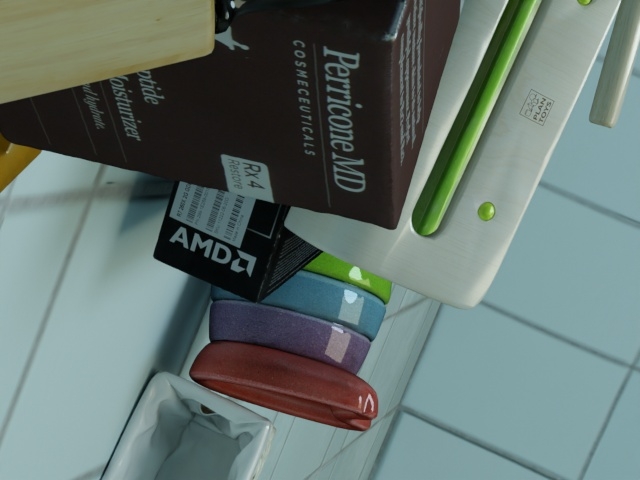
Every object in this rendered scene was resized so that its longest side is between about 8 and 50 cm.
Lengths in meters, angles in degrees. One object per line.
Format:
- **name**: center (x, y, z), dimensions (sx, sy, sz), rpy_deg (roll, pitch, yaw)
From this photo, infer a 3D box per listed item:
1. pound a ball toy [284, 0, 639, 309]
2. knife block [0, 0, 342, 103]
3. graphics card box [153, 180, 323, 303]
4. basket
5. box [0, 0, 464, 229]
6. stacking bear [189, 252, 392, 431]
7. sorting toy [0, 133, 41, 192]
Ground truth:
- **pound a ball toy**: center (0.099, -0.124, 0.956), dimensions (0.319, 0.136, 0.208), rpy_deg (-66, -162, 4)
- **knife block**: center (-0.085, -0.104, 0.539), dimensions (0.275, 0.242, 0.088), rpy_deg (-59, 165, -31)
- **graphics card box**: center (0.010, -0.160, 1.112), dimensions (0.233, 0.094, 0.371), rpy_deg (-40, 150, -66)
- **basket**: center (-0.116, 0.207, 1.333), dimensions (0.167, 0.113, 0.103), rpy_deg (-65, 170, -3)
- **box**: center (-0.042, -0.132, 0.712), dimensions (0.168, 0.203, 0.167), rpy_deg (84, 22, -63)
- **stacking bear**: center (0.000, 0.000, 1.343), dimensions (0.175, 0.164, 0.289), rpy_deg (97, 7, -78)
- **sorting toy**: center (-0.202, -0.012, 0.695), dimensions (0.307, 0.041, 0.229), rpy_deg (-55, 164, -44)
